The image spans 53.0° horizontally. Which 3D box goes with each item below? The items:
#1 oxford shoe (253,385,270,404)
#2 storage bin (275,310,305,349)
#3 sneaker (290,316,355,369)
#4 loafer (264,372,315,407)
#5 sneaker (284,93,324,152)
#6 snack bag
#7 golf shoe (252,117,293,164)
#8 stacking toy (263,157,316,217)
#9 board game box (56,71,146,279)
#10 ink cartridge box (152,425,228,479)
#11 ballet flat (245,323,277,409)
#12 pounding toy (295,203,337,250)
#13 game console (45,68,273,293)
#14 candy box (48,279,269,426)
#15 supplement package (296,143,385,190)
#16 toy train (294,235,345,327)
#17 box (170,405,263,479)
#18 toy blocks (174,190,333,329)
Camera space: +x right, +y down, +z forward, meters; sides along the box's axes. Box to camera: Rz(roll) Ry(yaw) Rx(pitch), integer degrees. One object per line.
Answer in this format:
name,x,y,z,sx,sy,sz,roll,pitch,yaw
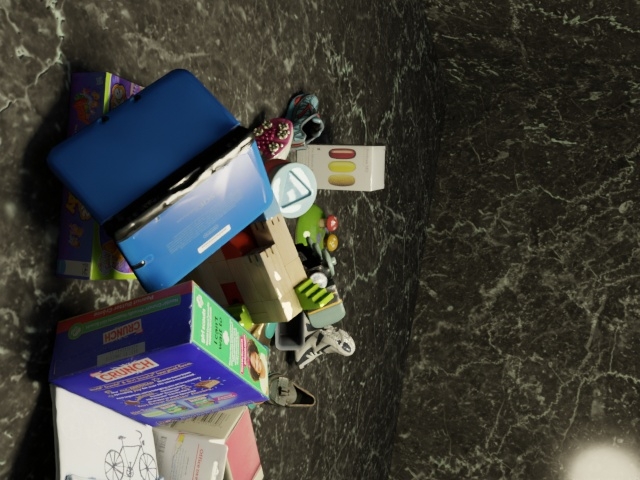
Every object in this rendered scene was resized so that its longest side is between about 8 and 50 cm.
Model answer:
oxford shoe,-0.206,0.309,1.463,0.271,0.098,0.097,38,69,-33
storage bin,-0.097,0.241,1.876,0.091,0.098,0.135,-118,-153,-79
sneaker,-0.006,0.333,1.938,0.094,0.234,0.153,-13,118,-58
loafer,-0.093,0.452,1.914,0.267,0.084,0.096,44,54,-62
sneaker,-0.040,-0.331,1.847,0.104,0.125,0.262,74,30,-41
snack bag,-0.357,0.433,1.143,0.323,0.037,0.343,51,21,-61
golf shoe,-0.149,-0.177,1.653,0.140,0.115,0.306,73,37,-58
stacking toy,-0.145,-0.053,1.473,0.308,0.130,0.280,-6,107,-36
board game box,-0.356,-0.104,1.177,0.233,0.078,0.348,4,90,-67
ink cartridge box,-0.272,0.459,1.327,0.067,0.198,0.116,32,65,-65
ballet flat,-0.177,0.253,1.639,0.123,0.123,0.349,46,55,-61
pounding toy,0.000,0.000,2.026,0.183,0.110,0.237,50,48,-60
game console,-0.260,-0.101,1.102,0.293,0.173,0.250,-40,141,-22
candy box,-0.275,0.221,1.166,0.317,0.268,0.122,56,22,-56
supplement package,0.063,-0.226,1.961,0.134,0.243,0.139,-20,112,-66
toy train,-0.032,0.110,1.774,0.334,0.142,0.190,-140,-149,-71
box,-0.237,0.498,1.485,0.127,0.148,0.233,-54,143,-53
toy blocks,-0.188,0.038,1.316,0.190,0.381,0.261,-35,108,-48
